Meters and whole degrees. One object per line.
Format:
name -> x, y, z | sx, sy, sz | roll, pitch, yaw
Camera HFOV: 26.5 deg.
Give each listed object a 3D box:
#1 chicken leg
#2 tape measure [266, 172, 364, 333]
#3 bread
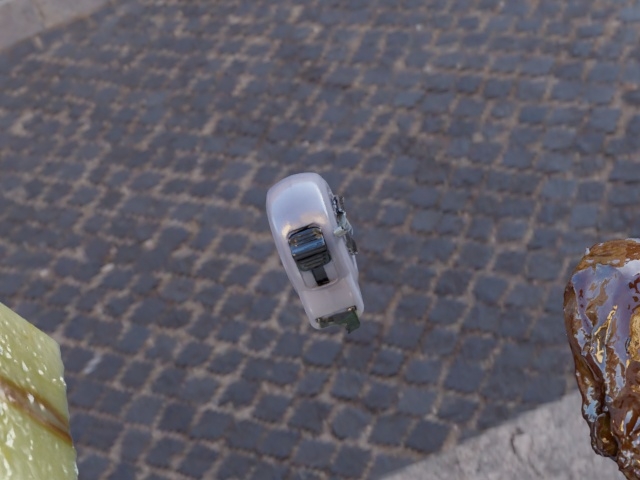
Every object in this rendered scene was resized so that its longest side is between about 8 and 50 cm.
chicken leg -> 0.210, 0.132, 0.808 | 0.113, 0.093, 0.304 | 10, 58, -20
tape measure -> -0.001, -0.001, 1.804 | 0.105, 0.178, 0.196 | -19, 39, 7
bread -> -0.472, 0.226, 1.663 | 0.242, 0.405, 0.346 | -44, 30, 24
